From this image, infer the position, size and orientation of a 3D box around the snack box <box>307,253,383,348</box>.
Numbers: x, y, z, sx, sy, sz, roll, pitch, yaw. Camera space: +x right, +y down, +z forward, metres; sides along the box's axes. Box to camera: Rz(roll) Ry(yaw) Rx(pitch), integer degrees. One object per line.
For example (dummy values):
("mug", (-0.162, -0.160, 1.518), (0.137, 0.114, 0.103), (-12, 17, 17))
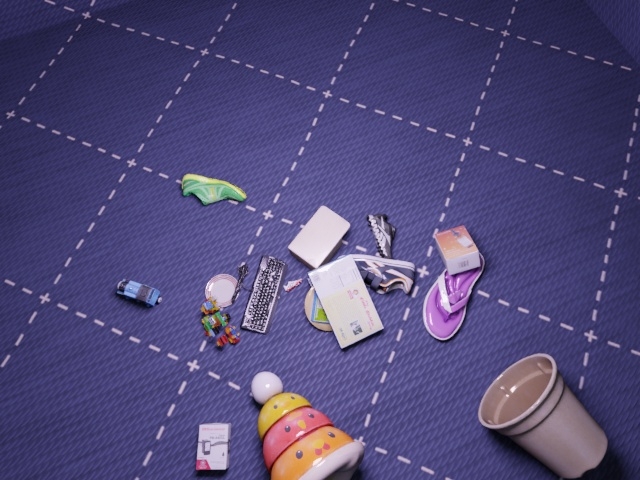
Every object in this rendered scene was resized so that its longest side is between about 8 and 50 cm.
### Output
("snack box", (0.097, 0.235, 1.726), (0.187, 0.060, 0.322), (-24, 93, -6))

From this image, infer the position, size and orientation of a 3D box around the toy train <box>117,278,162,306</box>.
("toy train", (-0.738, 0.210, 1.795), (0.184, 0.105, 0.080), (18, 71, 7))

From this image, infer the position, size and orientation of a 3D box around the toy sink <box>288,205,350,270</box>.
("toy sink", (0.000, 0.000, 1.847), (0.153, 0.131, 0.234), (35, 79, 13))

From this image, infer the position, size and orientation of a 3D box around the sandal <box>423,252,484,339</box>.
("sandal", (0.535, 0.196, 1.775), (0.169, 0.102, 0.416), (26, 70, 10))

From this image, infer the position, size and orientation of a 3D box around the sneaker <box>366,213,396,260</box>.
("sneaker", (0.279, -0.018, 1.875), (0.106, 0.078, 0.234), (-17, 68, -3))

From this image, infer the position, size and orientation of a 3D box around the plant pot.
("plant pot", (0.782, 0.621, 1.524), (0.305, 0.334, 0.334), (44, 76, 4))

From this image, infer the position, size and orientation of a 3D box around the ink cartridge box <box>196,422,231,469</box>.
("ink cartridge box", (-0.387, 0.747, 1.608), (0.109, 0.063, 0.150), (-1, 70, 1))

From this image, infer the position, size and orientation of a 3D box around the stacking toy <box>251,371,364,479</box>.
("stacking toy", (-0.112, 0.663, 1.546), (0.351, 0.350, 0.480), (-36, 57, -12))

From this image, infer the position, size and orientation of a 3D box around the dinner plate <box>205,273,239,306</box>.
("dinner plate", (-0.407, 0.209, 1.836), (0.141, 0.017, 0.141), (0, 70, 0))

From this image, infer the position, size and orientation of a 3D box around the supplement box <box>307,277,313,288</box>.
("supplement box", (-0.001, 0.179, 1.817), (0.083, 0.056, 0.083), (-25, 72, -8))

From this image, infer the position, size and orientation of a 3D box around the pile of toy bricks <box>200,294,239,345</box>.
("pile of toy bricks", (-0.425, 0.337, 1.756), (0.105, 0.118, 0.212), (-38, 81, 28))

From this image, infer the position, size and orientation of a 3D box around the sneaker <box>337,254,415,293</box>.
("sneaker", (0.221, 0.139, 1.792), (0.321, 0.126, 0.127), (7, 67, 4))

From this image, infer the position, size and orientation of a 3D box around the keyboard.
("keyboard", (-0.266, 0.207, 1.817), (0.202, 0.033, 0.317), (14, 69, 0))

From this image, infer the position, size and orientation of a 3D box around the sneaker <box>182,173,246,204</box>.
("sneaker", (-0.472, -0.211, 1.963), (0.296, 0.109, 0.123), (13, 92, 5))

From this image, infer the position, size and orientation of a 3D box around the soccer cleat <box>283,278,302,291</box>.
("soccer cleat", (-0.114, 0.179, 1.835), (0.083, 0.029, 0.035), (-36, 77, -7))

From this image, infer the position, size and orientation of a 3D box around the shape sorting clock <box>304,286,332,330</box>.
("shape sorting clock", (0.037, 0.258, 1.770), (0.206, 0.040, 0.206), (0, 89, -8))

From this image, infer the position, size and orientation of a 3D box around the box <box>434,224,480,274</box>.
("box", (0.553, 0.038, 1.792), (0.130, 0.091, 0.170), (-18, 38, 7))
